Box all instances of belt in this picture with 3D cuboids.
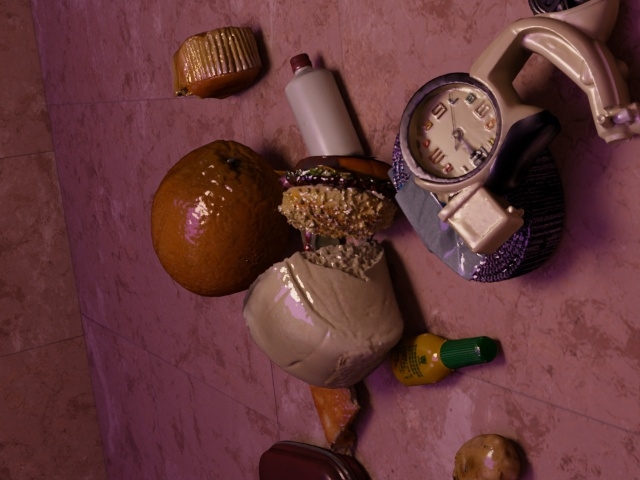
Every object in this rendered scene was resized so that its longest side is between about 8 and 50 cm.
[{"bbox_3d":[0.246,-0.086,1.359,0.260,0.122,0.324,-49,63,44],"label":"belt"}]

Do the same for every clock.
[{"bbox_3d":[0.289,-0.183,1.175,0.379,0.120,0.276,-44,66,24],"label":"clock"}]

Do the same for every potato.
[{"bbox_3d":[0.288,0.402,1.507,0.107,0.080,0.170,54,141,12],"label":"potato"}]

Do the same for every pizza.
[{"bbox_3d":[0.025,0.296,1.877,0.182,0.074,0.365,-17,86,59],"label":"pizza"}]

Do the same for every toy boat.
[{"bbox_3d":[0.000,0.000,1.796,0.071,0.089,0.185,37,147,57],"label":"toy boat"}]

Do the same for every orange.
[{"bbox_3d":[-0.222,-0.051,1.904,0.322,0.322,0.357,52,145,34],"label":"orange"}]

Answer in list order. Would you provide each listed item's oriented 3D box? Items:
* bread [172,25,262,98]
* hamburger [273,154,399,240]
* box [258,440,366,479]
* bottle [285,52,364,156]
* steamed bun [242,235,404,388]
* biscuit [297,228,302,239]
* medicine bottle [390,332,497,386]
[{"bbox_3d":[-0.238,-0.393,1.933,0.250,0.179,0.133,-10,97,57],"label":"bread"},{"bbox_3d":[0.044,-0.075,1.570,0.262,0.243,0.138,-9,76,56],"label":"hamburger"},{"bbox_3d":[-0.012,0.609,2.012,0.404,0.108,0.263,-8,95,58],"label":"box"},{"bbox_3d":[-0.002,-0.257,1.688,0.104,0.104,0.245,-39,69,55],"label":"bottle"},{"bbox_3d":[-0.006,0.149,1.655,0.290,0.272,0.273,107,150,-52],"label":"steamed bun"},{"bbox_3d":[-0.016,-0.089,1.850,0.203,0.016,0.144,-42,66,55],"label":"biscuit"},{"bbox_3d":[0.219,0.211,1.554,0.260,0.064,0.094,-23,73,58],"label":"medicine bottle"}]
